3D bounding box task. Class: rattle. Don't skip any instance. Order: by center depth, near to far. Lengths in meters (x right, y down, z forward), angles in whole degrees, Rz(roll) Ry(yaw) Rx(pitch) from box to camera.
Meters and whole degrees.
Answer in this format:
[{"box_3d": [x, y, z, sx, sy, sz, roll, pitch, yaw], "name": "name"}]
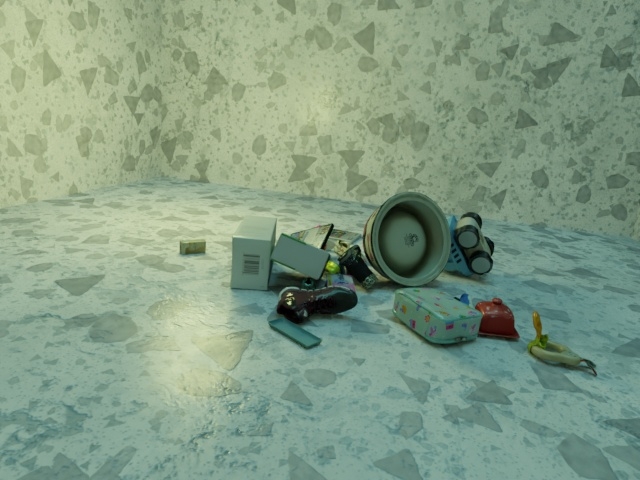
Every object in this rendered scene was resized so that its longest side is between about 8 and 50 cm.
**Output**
[{"box_3d": [0.765, 0.318, 1.406, 0.199, 0.143, 0.130, 13, -3, 45], "name": "rattle"}]

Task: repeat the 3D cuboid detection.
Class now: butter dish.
[{"box_3d": [0.610, 0.258, 1.582, 0.159, 0.118, 0.160, 7, 18, 2], "name": "butter dish"}]

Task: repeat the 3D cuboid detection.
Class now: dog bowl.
[{"box_3d": [0.365, -0.001, 1.976, 0.407, 0.408, 0.150, -1, -4, -23], "name": "dog bowl"}]

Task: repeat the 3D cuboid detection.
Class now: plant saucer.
[{"box_3d": [-0.082, 0.289, 1.413, 0.067, 0.018, 0.192, -10, 21, -44], "name": "plant saucer"}]

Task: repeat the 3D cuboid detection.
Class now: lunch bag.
[{"box_3d": [0.402, 0.254, 1.547, 0.224, 0.108, 0.279, 2, 16, -31], "name": "lunch bag"}]

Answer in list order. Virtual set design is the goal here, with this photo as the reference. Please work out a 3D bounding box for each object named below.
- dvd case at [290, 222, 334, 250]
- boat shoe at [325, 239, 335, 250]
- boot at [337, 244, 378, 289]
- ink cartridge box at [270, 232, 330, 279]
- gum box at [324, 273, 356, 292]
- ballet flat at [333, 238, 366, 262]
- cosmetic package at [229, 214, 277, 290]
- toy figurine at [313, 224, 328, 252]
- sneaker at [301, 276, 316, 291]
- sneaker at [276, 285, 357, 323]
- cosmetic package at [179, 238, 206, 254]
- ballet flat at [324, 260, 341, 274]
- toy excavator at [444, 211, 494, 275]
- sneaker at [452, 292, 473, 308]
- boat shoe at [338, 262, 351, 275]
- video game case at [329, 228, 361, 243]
[{"box_3d": [-0.067, 0.006, 2.113, 0.253, 0.022, 0.180, -13, 34, 34], "name": "dvd case"}, {"box_3d": [-0.018, 0.020, 2.354, 0.184, 0.066, 0.063, -6, 18, -7], "name": "boat shoe"}, {"box_3d": [0.169, 0.113, 1.920, 0.179, 0.085, 0.236, 48, 17, 6], "name": "boot"}, {"box_3d": [-0.072, 0.067, 1.815, 0.201, 0.117, 0.278, 23, -2, 4], "name": "ink cartridge box"}, {"box_3d": [0.073, 0.187, 1.756, 0.107, 0.062, 0.188, 5, 15, -3], "name": "gum box"}, {"box_3d": [0.144, 0.052, 2.253, 0.091, 0.077, 0.241, -4, 19, -34], "name": "ballet flat"}, {"box_3d": [-0.272, 0.039, 1.889, 0.156, 0.217, 0.385, 5, 14, -5], "name": "cosmetic package"}, {"box_3d": [0.000, 0.000, 2.231, 0.130, 0.159, 0.173, 10, 15, 13], "name": "toy figurine"}, {"box_3d": [-0.044, 0.174, 1.735, 0.064, 0.076, 0.166, 6, 15, -2], "name": "sneaker"}, {"box_3d": [-0.017, 0.232, 1.523, 0.281, 0.107, 0.162, -3, 19, 9], "name": "sneaker"}, {"box_3d": [-0.595, 0.029, 2.097, 0.115, 0.060, 0.041, -6, 20, -33], "name": "cosmetic package"}, {"box_3d": [-0.009, 0.109, 2.011, 0.231, 0.077, 0.077, 21, 51, 42], "name": "ballet flat"}, {"box_3d": [0.559, 0.004, 2.189, 0.445, 0.433, 0.222, -23, 15, 30], "name": "toy excavator"}, {"box_3d": [0.538, 0.238, 1.748, 0.084, 0.058, 0.152, 16, 23, 4], "name": "sneaker"}, {"box_3d": [0.124, 0.123, 2.004, 0.066, 0.066, 0.183, 12, 18, -6], "name": "boat shoe"}, {"box_3d": [0.125, -0.025, 2.633, 0.183, 0.023, 0.201, 11, 17, 19], "name": "video game case"}]
